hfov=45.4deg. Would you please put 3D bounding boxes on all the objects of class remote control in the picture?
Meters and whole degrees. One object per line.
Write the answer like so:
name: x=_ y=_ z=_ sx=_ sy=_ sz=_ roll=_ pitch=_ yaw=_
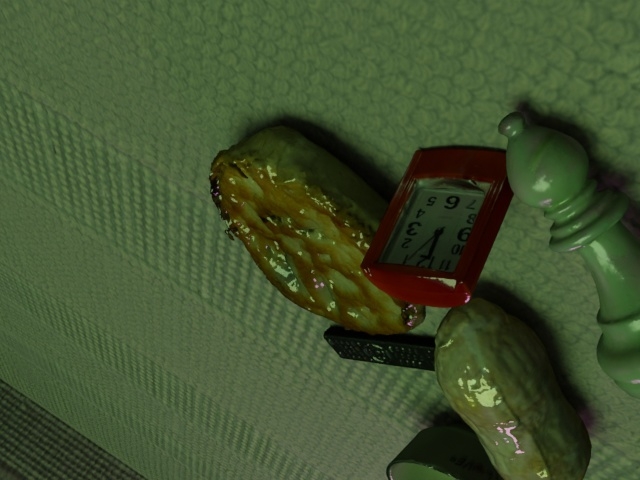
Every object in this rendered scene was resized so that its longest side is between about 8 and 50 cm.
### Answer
remote control: x=0.106 y=0.155 z=1.078 sx=0.245 sy=0.025 sz=0.063 roll=1 pitch=135 yaw=42

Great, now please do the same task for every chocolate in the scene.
chocolate: x=0.231 y=0.199 z=0.915 sx=0.134 sy=0.134 sz=0.309 roll=-3 pitch=129 yaw=45

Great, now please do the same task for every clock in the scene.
clock: x=0.119 y=-0.012 z=0.734 sx=0.113 sy=0.155 sz=0.061 roll=8 pitch=148 yaw=38

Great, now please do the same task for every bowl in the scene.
bowl: x=0.215 y=0.352 z=1.144 sx=0.211 sy=0.112 sz=0.211 roll=24 pitch=145 yaw=19

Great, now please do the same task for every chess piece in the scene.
chess piece: x=0.247 y=-0.004 z=0.674 sx=0.272 sy=0.139 sz=0.139 roll=52 pitch=146 yaw=-2

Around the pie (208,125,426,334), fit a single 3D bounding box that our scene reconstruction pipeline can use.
pie: x=0.000 y=0.000 z=0.929 sx=0.315 sy=0.092 sz=0.315 roll=29 pitch=151 yaw=18
